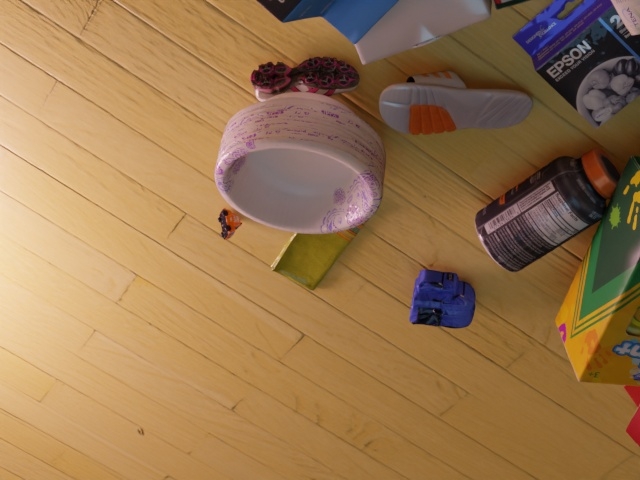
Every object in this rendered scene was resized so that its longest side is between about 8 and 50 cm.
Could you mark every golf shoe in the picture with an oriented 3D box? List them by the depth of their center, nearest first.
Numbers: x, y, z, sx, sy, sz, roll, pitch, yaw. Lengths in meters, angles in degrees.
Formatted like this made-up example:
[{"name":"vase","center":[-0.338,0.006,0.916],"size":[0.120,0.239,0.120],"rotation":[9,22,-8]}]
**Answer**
[{"name":"golf shoe","center":[-0.021,-0.264,1.684],"size":[0.186,0.067,0.086],"rotation":[0,149,14]}]

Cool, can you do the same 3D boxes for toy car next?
[{"name":"toy car","center":[-0.159,-0.057,1.860],"size":[0.040,0.060,0.122],"rotation":[-2,139,-26]}]

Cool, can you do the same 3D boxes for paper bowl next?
[{"name":"paper bowl","center":[-0.030,-0.141,1.680],"size":[0.284,0.148,0.284],"rotation":[6,151,3]}]

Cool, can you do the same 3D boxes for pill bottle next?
[{"name":"pill bottle","center":[0.397,-0.058,1.696],"size":[0.130,0.130,0.246],"rotation":[43,122,-18]}]

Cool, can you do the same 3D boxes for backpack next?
[{"name":"backpack","center":[0.235,0.113,1.872],"size":[0.120,0.098,0.101],"rotation":[10,123,6]}]

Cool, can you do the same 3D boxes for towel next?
[{"name":"towel","center":[0.000,0.000,1.887],"size":[0.102,0.021,0.237],"rotation":[30,126,-9]}]

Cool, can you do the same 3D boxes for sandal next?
[{"name":"sandal","center":[0.219,-0.234,1.649],"size":[0.265,0.076,0.102],"rotation":[0,137,-14]}]

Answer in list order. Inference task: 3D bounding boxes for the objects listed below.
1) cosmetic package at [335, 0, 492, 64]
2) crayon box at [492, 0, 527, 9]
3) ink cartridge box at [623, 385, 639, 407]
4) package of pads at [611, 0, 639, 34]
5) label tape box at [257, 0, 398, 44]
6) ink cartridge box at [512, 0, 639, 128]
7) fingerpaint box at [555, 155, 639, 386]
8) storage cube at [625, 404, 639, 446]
[{"name":"cosmetic package","center":[0.090,-0.479,1.445],"size":[0.217,0.156,0.385],"rotation":[-15,122,21]},{"name":"crayon box","center":[0.224,-0.531,1.278],"size":[0.106,0.313,0.363],"rotation":[-13,121,16]},{"name":"ink cartridge box","center":[0.737,0.350,1.968],"size":[0.181,0.056,0.224],"rotation":[-27,117,26]},{"name":"package of pads","center":[0.413,-0.434,1.319],"size":[0.101,0.296,0.229],"rotation":[-22,118,34]},{"name":"label tape box","center":[-0.011,-0.429,1.342],"size":[0.334,0.106,0.240],"rotation":[39,126,-14]},{"name":"ink cartridge box","center":[0.446,-0.310,1.559],"size":[0.208,0.045,0.206],"rotation":[39,124,-15]},{"name":"fingerpaint box","center":[0.676,0.075,1.652],"size":[0.445,0.163,0.371],"rotation":[6,128,-11]},{"name":"storage cube","center":[0.716,0.340,1.810],"size":[0.184,0.193,0.215],"rotation":[3,121,-31]}]
